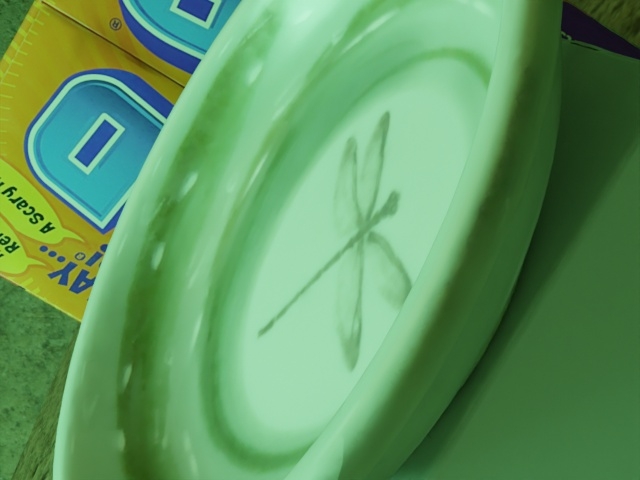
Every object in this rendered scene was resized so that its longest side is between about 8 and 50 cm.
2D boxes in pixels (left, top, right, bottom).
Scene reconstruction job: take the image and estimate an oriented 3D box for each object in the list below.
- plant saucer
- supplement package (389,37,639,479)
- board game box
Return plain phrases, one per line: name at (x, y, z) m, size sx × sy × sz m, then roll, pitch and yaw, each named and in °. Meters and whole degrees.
plant saucer at (0.000, 0.000, 0.577) m, size 0.400 × 0.100 × 0.401 m, roll -44°, pitch 30°, yaw 35°
supplement package at (0.127, 0.064, 0.606) m, size 0.293 × 0.175 × 0.177 m, roll -60°, pitch 21°, yaw 8°
board game box at (-0.029, -0.106, 0.921) m, size 0.356 × 0.356 × 0.356 m, roll -57°, pitch 7°, yaw 12°
